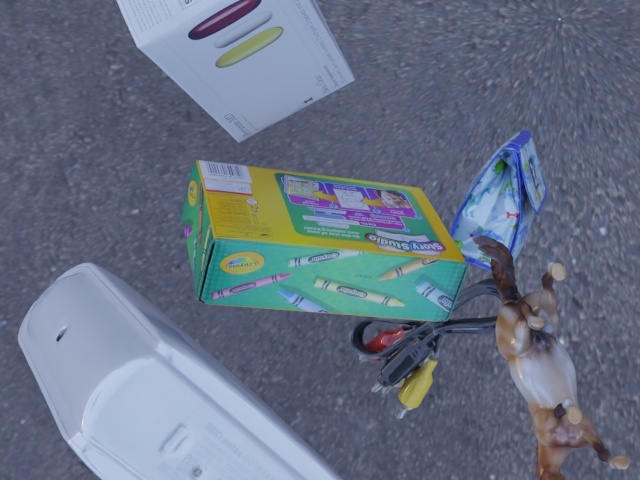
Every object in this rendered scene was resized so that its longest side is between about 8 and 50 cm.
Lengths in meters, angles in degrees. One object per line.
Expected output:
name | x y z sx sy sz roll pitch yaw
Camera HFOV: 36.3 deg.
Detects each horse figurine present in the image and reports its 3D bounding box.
horse figurine | 0.208 0.119 0.910 0.066 0.174 0.263 -17 79 -5

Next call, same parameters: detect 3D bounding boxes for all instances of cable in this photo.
cable | 0.144 0.115 1.282 0.287 0.072 0.139 -46 73 34

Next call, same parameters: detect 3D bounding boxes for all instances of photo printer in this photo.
photo printer | -0.113 0.141 0.784 0.107 0.307 0.256 -48 115 -9

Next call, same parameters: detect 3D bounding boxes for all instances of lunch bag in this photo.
lunch bag | 0.217 -0.051 1.162 0.096 0.129 0.151 17 110 13

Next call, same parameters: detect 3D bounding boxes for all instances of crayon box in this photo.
crayon box | 0.000 0.000 1.056 0.278 0.165 0.081 6 121 -18

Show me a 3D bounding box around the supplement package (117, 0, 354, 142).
supplement package | -0.096 -0.246 0.936 0.145 0.262 0.204 -27 73 8
